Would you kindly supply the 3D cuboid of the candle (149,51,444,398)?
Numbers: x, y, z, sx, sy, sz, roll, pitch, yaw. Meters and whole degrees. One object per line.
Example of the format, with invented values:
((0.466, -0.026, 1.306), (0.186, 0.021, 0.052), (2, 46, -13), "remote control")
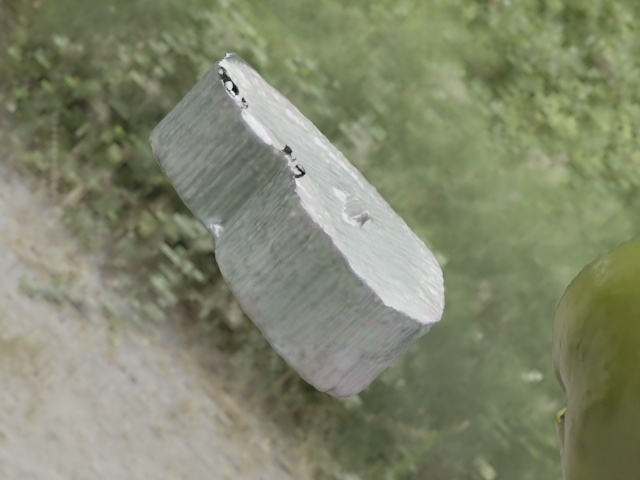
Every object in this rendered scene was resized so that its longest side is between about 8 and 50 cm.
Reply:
((0.000, 0.000, 0.817), (0.168, 0.068, 0.192), (34, 20, -49), "candle")

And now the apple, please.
((0.278, 0.139, 1.010), (0.295, 0.257, 0.233), (70, 19, -61), "apple")
